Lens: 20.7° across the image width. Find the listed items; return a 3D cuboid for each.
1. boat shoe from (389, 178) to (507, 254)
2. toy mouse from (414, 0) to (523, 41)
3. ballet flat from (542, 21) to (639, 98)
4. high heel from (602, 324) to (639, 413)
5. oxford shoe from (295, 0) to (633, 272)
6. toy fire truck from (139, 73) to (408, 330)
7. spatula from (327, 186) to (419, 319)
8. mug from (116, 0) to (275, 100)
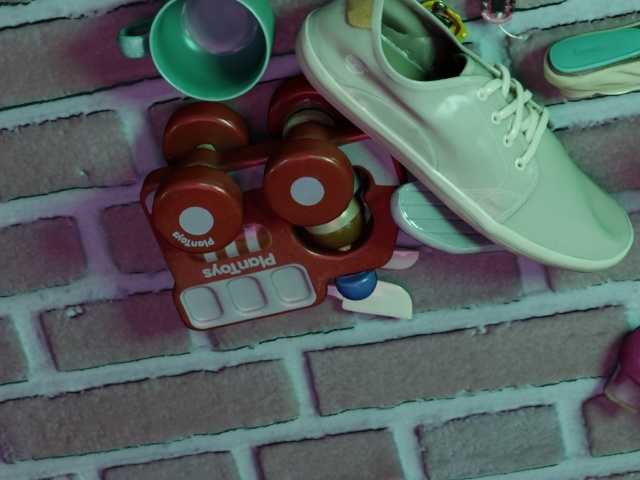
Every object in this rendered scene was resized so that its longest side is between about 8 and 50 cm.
[{"bbox_3d":[0.159,-0.014,1.958,0.226,0.083,0.076,11,160,-32],"label":"boat shoe"},{"bbox_3d":[0.161,-0.279,1.891,0.161,0.031,0.143,22,118,-7],"label":"toy mouse"},{"bbox_3d":[0.365,-0.201,1.897,0.248,0.086,0.086,-10,117,12],"label":"ballet flat"},{"bbox_3d":[0.465,0.182,2.081,0.244,0.082,0.117,28,128,5],"label":"high heel"},{"bbox_3d":[0.177,-0.119,1.886,0.449,0.169,0.130,37,129,-16],"label":"oxford shoe"},{"bbox_3d":[-0.045,-0.027,1.972,0.302,0.169,0.254,-13,126,10],"label":"toy fire truck"},{"bbox_3d":[0.000,0.000,2.065,0.242,0.019,0.168,10,119,4],"label":"spatula"},{"bbox_3d":[-0.126,-0.234,1.904,0.157,0.097,0.129,26,117,-8],"label":"mug"}]
